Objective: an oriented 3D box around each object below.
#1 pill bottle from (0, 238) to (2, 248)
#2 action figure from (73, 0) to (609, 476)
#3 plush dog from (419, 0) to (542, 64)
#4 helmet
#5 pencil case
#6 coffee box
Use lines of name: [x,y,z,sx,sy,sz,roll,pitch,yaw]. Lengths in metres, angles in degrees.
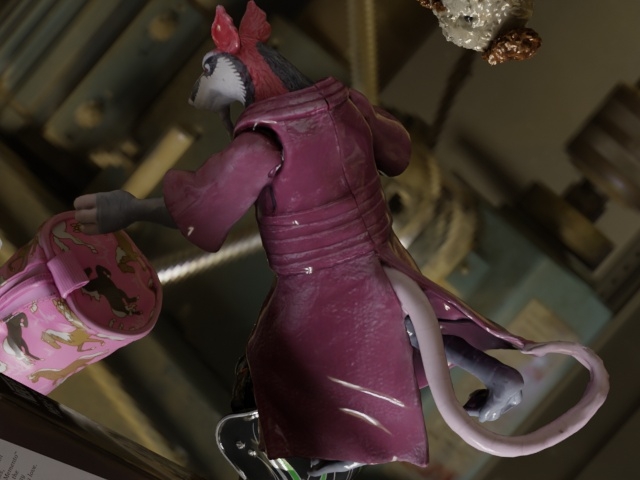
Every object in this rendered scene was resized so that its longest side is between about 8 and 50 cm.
pill bottle: [-0.244,-0.019,0.939,0.083,0.043,0.043,46,-174,16]
action figure: [0.000,0.000,1.061,0.276,0.248,0.370,4,119,57]
plush dog: [0.197,-0.330,1.685,0.211,0.225,0.262,-14,-133,-36]
helmet: [-0.026,0.202,1.538,0.161,0.169,0.169,62,174,-26]
pencil case: [-0.343,0.113,1.539,0.160,0.386,0.167,47,-150,-18]
coffee box: [-0.144,0.209,1.033,0.297,0.118,0.168,31,174,-20]
